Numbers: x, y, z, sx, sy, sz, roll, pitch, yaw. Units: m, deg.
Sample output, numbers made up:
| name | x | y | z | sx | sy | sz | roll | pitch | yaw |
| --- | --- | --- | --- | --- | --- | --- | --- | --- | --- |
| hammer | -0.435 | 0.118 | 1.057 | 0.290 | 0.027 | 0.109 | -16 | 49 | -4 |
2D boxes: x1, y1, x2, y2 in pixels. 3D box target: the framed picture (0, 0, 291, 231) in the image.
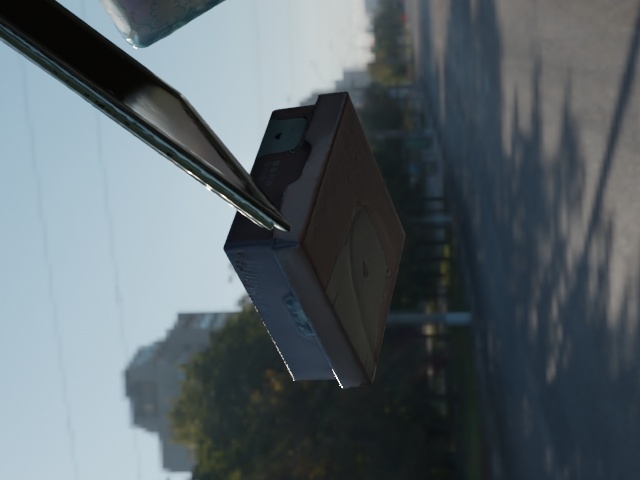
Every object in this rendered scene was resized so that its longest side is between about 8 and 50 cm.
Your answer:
| name | x | y | z | sx | sy | sz | roll | pitch | yaw |
| --- | --- | --- | --- | --- | --- | --- | --- | --- | --- |
| framed picture | -0.162 | -0.122 | 0.875 | 0.296 | 0.019 | 0.232 | 36 | -171 | -37 |

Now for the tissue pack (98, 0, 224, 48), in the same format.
| name | x | y | z | sx | sy | sz | roll | pitch | yaw |
| --- | --- | --- | --- | --- | --- | --- | --- | --- | --- |
| tissue pack | -0.179 | -0.342 | 1.371 | 0.124 | 0.201 | 0.271 | 55 | 180 | 25 |

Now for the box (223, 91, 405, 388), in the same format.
| name | x | y | z | sx | sy | sz | roll | pitch | yaw |
| --- | --- | --- | --- | --- | --- | --- | --- | --- | --- |
| box | 0.000 | 0.000 | 1.294 | 0.215 | 0.086 | 0.215 | -75 | -30 | -41 |
